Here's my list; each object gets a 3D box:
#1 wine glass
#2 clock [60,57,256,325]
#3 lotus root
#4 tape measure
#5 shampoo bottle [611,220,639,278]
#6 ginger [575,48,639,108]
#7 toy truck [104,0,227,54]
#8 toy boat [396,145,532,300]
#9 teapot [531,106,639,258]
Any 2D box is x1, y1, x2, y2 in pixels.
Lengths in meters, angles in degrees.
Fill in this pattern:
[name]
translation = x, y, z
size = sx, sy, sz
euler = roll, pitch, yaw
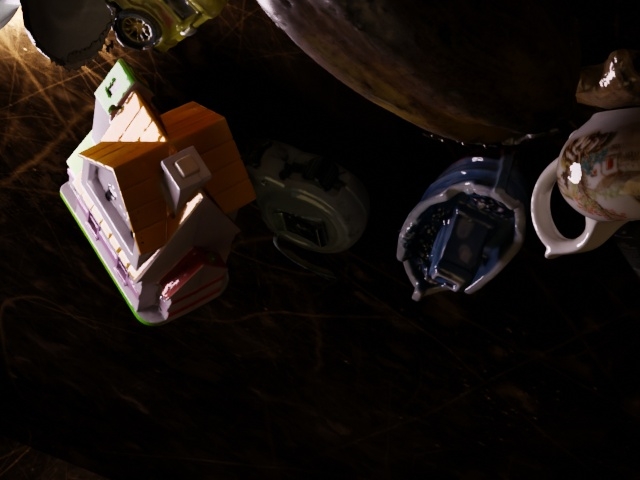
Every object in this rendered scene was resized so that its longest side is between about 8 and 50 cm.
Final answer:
[wine glass]
translation = -0.397, -0.295, 1.801
size = 0.357, 0.190, 0.190
euler = 9, 148, 33
[clock]
translation = -0.195, -0.068, 1.978
size = 0.235, 0.166, 0.309
euler = 56, 158, 16
[lotus root]
translation = 0.071, -0.214, 1.406
size = 0.196, 0.179, 0.397
euler = -27, 126, 38
[tape measure]
translation = -0.001, 0.001, 2.066
size = 0.164, 0.084, 0.330
euler = 19, 151, 26
[shampoo bottle]
translation = 0.351, 0.006, 1.800
size = 0.048, 0.027, 0.137
euler = 14, 152, 44
[ginger]
translation = 0.266, -0.155, 1.541
size = 0.288, 0.075, 0.089
euler = 0, 167, 36
[toy truck]
translation = -0.192, -0.327, 1.620
size = 0.157, 0.124, 0.272
euler = -18, 126, 43
[toy boat]
translation = 0.158, 0.000, 1.846
size = 0.129, 0.142, 0.309
euler = 27, 153, -2
[teapot]
translation = 0.321, -0.057, 1.537
size = 0.204, 0.139, 0.298
euler = -7, -178, -38
